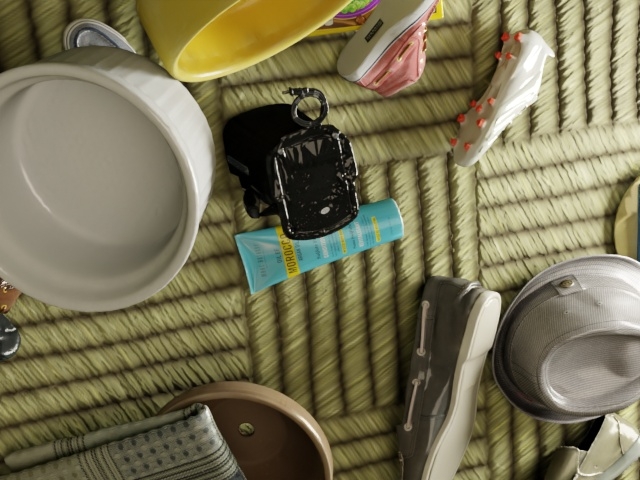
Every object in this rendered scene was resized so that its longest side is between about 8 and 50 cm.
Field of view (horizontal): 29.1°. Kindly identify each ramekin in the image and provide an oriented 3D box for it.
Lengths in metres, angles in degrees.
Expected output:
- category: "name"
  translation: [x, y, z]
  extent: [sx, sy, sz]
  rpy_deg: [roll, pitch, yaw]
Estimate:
- category: "ramekin"
  translation: [-0.245, -0.075, 1.324]
  extent: [0.277, 0.135, 0.277]
  rpy_deg: [5, 117, 11]

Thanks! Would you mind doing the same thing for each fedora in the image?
- category: "fedora"
  translation: [0.375, 0.150, 1.672]
  extent: [0.275, 0.124, 0.243]
  rpy_deg: [-7, 106, -11]

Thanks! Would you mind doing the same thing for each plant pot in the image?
- category: "plant pot"
  translation: [-0.100, 0.261, 1.524]
  extent: [0.237, 0.110, 0.237]
  rpy_deg: [2, 115, 4]
- category: "plant pot"
  translation: [-0.103, -0.332, 1.298]
  extent: [0.254, 0.254, 0.239]
  rpy_deg: [-29, 83, -11]

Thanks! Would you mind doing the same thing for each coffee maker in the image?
- category: "coffee maker"
  translation: [-0.033, -0.105, 1.429]
  extent: [0.120, 0.178, 0.171]
  rpy_deg: [6, 105, -25]

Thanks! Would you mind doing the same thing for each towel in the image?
- category: "towel"
  translation: [-0.223, 0.361, 1.504]
  extent: [0.324, 0.056, 0.312]
  rpy_deg: [-19, 115, 12]

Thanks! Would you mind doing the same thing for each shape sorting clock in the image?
- category: "shape sorting clock"
  translation: [0.509, -0.024, 1.736]
  extent: [0.206, 0.040, 0.206]
  rpy_deg: [-5, 113, -11]

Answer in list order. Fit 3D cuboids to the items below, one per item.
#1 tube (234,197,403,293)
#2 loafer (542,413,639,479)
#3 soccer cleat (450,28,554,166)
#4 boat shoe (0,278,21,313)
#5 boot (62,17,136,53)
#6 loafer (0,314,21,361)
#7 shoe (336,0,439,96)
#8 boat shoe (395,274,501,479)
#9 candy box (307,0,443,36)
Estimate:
- category: "tube"
  translation: [0.000, 0.000, 1.548]
  extent: [0.207, 0.052, 0.080]
  rpy_deg: [-17, 103, -10]
- category: "loafer"
  translation: [0.354, 0.335, 1.762]
  extent: [0.251, 0.094, 0.087]
  rpy_deg: [-40, 90, -17]
- category: "soccer cleat"
  translation: [0.236, -0.175, 1.577]
  extent: [0.076, 0.068, 0.196]
  rpy_deg: [27, 91, -28]
- category: "boat shoe"
  translation: [-0.363, 0.056, 1.372]
  extent: [0.178, 0.064, 0.060]
  rpy_deg: [-29, 106, -47]
- category: "boot"
  translation: [-0.212, -0.171, 1.393]
  extent: [0.069, 0.086, 0.190]
  rpy_deg: [-44, 115, -5]
- category: "loafer"
  translation: [-0.420, 0.078, 1.400]
  extent: [0.061, 0.062, 0.170]
  rpy_deg: [-31, 102, 34]
- category: "shoe"
  translation: [0.104, -0.250, 1.481]
  extent: [0.081, 0.063, 0.178]
  rpy_deg: [22, 121, -40]
- category: "boat shoe"
  translation: [0.153, 0.206, 1.649]
  extent: [0.112, 0.095, 0.335]
  rpy_deg: [-8, 116, -57]
- category: "candy box"
  translation: [0.049, -0.308, 1.488]
  extent: [0.206, 0.027, 0.105]
  rpy_deg: [-11, 107, -18]
